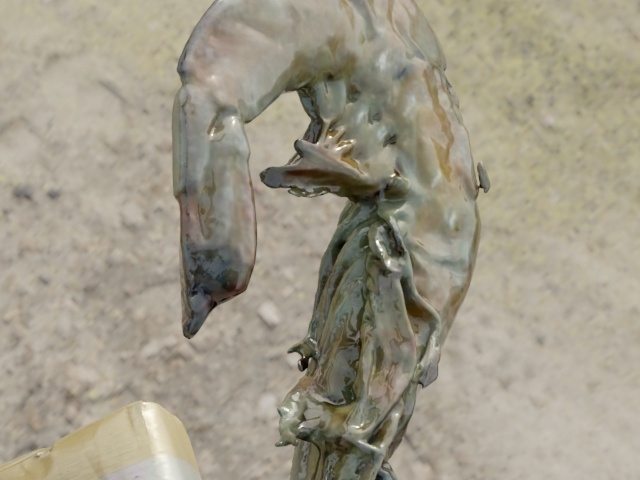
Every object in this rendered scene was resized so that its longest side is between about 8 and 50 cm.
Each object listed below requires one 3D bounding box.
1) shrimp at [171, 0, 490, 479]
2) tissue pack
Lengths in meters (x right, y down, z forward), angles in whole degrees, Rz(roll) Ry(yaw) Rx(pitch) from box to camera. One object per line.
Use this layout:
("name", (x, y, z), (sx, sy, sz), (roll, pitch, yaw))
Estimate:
("shrimp", (0.000, 0.000, 0.894), (0.247, 0.085, 0.360), (27, 62, -43))
("tissue pack", (-0.152, 0.239, 1.094), (0.186, 0.090, 0.222), (-23, 55, 3))
